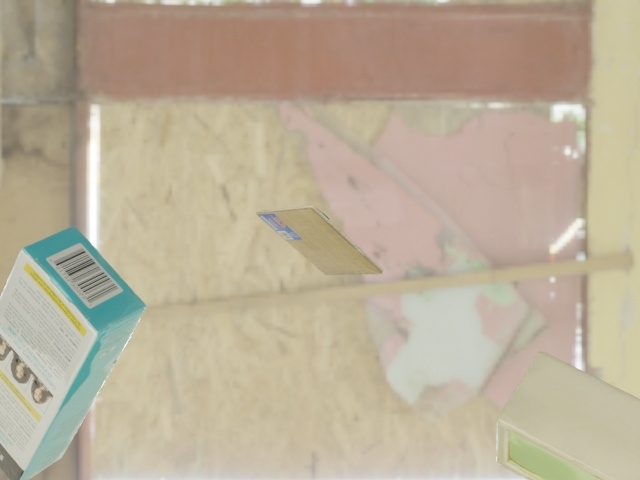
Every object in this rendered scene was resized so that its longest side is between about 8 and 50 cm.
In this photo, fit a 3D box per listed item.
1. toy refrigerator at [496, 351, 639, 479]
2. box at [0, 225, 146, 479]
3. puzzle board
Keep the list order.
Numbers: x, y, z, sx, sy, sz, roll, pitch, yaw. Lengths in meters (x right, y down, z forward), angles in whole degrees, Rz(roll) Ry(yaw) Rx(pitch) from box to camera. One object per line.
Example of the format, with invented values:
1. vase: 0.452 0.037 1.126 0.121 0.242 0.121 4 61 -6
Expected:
1. toy refrigerator: 0.296 0.217 1.058 0.269 0.094 0.102 26 153 23
2. box: -0.242 0.106 1.019 0.060 0.100 0.244 -29 161 -47
3. puzzle board: 0.000 0.000 1.309 0.096 0.011 0.128 -3 144 48
